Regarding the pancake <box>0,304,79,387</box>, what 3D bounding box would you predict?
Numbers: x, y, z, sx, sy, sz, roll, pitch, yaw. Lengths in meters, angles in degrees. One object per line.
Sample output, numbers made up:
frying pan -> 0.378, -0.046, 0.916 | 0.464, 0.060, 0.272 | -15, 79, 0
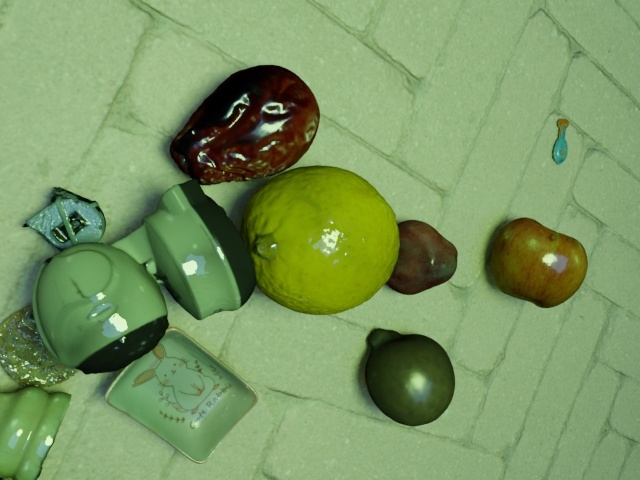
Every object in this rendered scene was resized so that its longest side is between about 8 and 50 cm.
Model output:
pancake -> -0.410, 0.154, 0.723 | 0.140, 0.022, 0.139 | -4, 99, -25

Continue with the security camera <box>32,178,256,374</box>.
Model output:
security camera -> -0.251, 0.064, 0.675 | 0.277, 0.197, 0.191 | -29, 90, -25

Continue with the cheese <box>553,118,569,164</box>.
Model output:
cheese -> 0.586, -0.240, 1.163 | 0.047, 0.017, 0.111 | 1, 96, -29

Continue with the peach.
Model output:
peach -> 0.190, 0.034, 0.934 | 0.152, 0.152, 0.151 | -4, 98, -26

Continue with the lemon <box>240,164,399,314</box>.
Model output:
lemon -> 0.000, -0.001, 0.777 | 0.268, 0.267, 0.267 | -4, 98, -26

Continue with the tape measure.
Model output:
tape measure -> -0.366, -0.027, 0.704 | 0.094, 0.054, 0.091 | 39, 86, -23

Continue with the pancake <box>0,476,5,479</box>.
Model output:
pancake -> -0.500, 0.319, 0.614 | 0.283, 0.049, 0.282 | 4, 128, 6

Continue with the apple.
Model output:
apple -> 0.473, 0.052, 1.053 | 0.196, 0.196, 0.195 | -4, 98, -26

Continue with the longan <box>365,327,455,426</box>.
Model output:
longan -> 0.172, 0.262, 0.956 | 0.185, 0.159, 0.204 | -29, 70, -37

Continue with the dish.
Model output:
dish -> -0.227, 0.247, 0.795 | 0.151, 0.077, 0.212 | -48, 114, -11

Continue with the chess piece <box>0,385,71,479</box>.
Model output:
chess piece -> -0.486, 0.240, 0.646 | 0.243, 0.133, 0.133 | 25, 86, -21

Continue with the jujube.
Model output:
jujube -> -0.116, -0.172, 0.752 | 0.237, 0.168, 0.168 | -34, 110, -17
